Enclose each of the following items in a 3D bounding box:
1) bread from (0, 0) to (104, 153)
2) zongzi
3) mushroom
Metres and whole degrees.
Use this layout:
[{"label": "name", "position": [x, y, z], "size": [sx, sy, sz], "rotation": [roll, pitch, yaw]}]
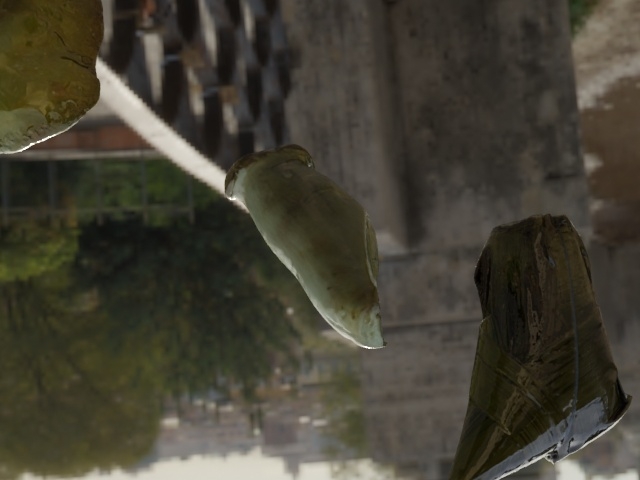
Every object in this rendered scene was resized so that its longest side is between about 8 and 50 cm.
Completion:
[{"label": "bread", "position": [-0.221, -0.137, 0.847], "size": [0.161, 0.233, 0.088], "rotation": [-27, 140, 9]}, {"label": "zongzi", "position": [0.211, 0.135, 1.561], "size": [0.300, 0.286, 0.138], "rotation": [-21, -173, -37]}, {"label": "mushroom", "position": [0.003, -0.001, 1.355], "size": [0.107, 0.087, 0.333], "rotation": [-18, -146, -17]}]
